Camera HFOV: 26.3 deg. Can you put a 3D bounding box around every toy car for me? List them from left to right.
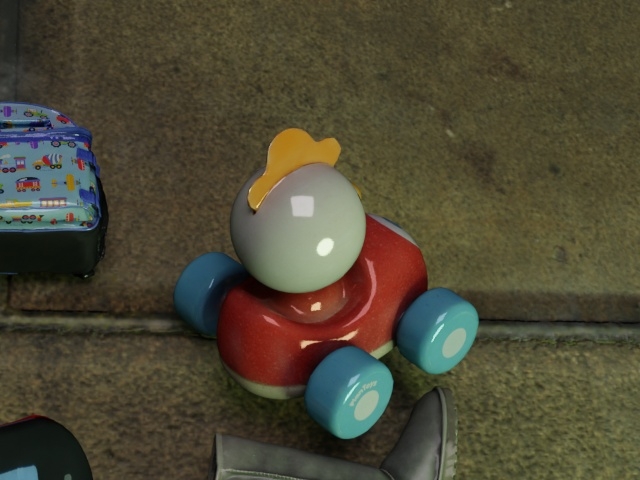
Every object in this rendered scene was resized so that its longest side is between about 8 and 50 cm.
[{"bbox_3d":[0.000,0.000,1.168,0.210,0.238,0.219,-31,47,-30],"label":"toy car"}]

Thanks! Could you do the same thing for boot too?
[{"bbox_3d":[0.010,0.194,1.175,0.208,0.076,0.190,8,50,2],"label":"boot"}]

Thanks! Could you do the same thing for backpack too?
[{"bbox_3d":[-0.275,-0.060,1.262,0.158,0.117,0.173,1,53,-11],"label":"backpack"}]

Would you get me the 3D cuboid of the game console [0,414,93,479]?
[{"bbox_3d":[-0.225,0.292,0.814,0.060,0.386,0.342,-13,86,19],"label":"game console"}]
